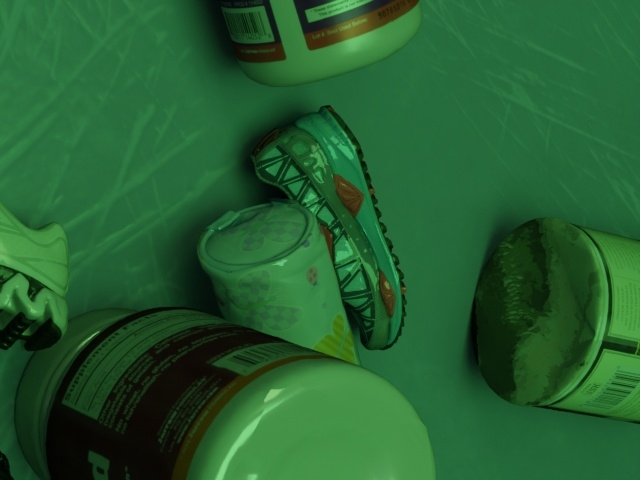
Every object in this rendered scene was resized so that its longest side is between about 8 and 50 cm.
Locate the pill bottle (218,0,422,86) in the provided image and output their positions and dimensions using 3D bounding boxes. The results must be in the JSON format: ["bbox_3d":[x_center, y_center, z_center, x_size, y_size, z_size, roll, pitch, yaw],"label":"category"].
[{"bbox_3d":[-0.030,-0.315,1.519,0.181,0.181,0.323,-27,111,-27],"label":"pill bottle"}]

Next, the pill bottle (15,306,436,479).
[{"bbox_3d":[-0.100,0.179,1.420,0.224,0.392,0.224,-5,99,-32],"label":"pill bottle"}]

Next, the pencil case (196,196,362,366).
[{"bbox_3d":[-0.031,0.097,1.590,0.113,0.124,0.273,-49,132,-42],"label":"pencil case"}]

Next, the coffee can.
[{"bbox_3d":[0.332,0.097,1.805,0.275,0.201,0.201,13,90,-34],"label":"coffee can"}]

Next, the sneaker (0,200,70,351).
[{"bbox_3d":[-0.345,-0.004,1.421,0.292,0.110,0.118,25,57,-27],"label":"sneaker"}]

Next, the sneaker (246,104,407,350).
[{"bbox_3d":[0.000,0.000,1.655,0.125,0.104,0.262,-21,110,-6],"label":"sneaker"}]

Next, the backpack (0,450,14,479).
[{"bbox_3d":[-0.336,0.211,1.453,0.120,0.098,0.101,21,114,-33],"label":"backpack"}]
